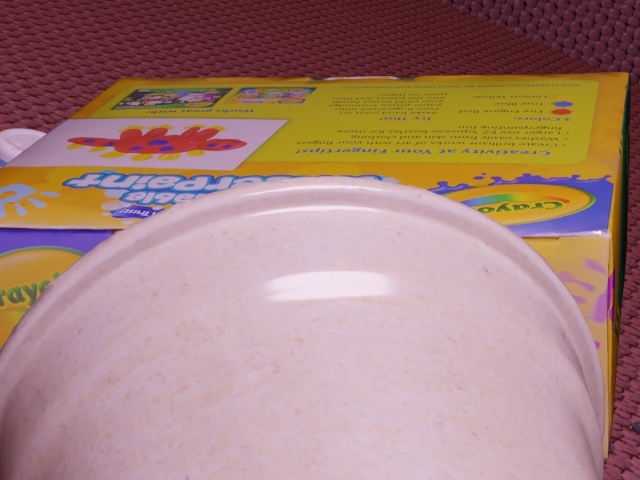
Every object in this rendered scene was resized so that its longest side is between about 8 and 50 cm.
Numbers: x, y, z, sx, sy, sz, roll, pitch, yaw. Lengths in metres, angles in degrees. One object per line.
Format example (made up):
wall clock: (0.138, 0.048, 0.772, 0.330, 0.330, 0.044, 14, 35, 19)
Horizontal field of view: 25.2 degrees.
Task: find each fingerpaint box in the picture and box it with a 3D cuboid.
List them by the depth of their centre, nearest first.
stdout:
fingerpaint box: (0.000, 0.000, 1.063, 0.445, 0.163, 0.371, 1, 21, 13)

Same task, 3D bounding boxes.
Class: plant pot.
plant pot: (0.014, 0.188, 0.621, 0.334, 0.334, 0.305, 12, 27, -18)

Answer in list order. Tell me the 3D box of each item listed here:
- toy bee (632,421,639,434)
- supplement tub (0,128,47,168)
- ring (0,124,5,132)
toy bee: (0.185, 0.265, 0.851, 0.195, 0.162, 0.298, 47, 31, -15)
supplement tub: (-0.253, -0.035, 1.216, 0.071, 0.107, 0.071, 17, 22, -7)
ring: (-0.465, -0.132, 1.380, 0.336, 0.032, 0.336, 17, 22, -7)
